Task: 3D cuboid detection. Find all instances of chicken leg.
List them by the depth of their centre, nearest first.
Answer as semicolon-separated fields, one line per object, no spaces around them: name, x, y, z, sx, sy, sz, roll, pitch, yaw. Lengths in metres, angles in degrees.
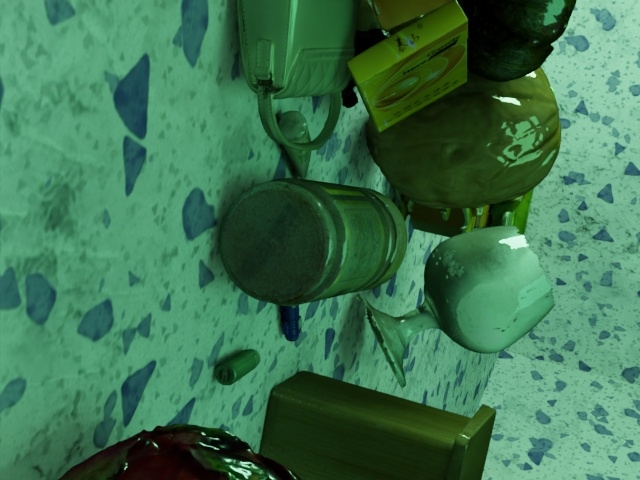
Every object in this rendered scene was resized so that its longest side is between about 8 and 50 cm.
chicken leg;0.047;-0.235;1.259;0.205;0.093;0.053;158;-61;-66

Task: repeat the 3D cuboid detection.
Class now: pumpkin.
pumpkin;0.266;-0.344;1.311;0.238;0.159;0.238;-166;-90;-83

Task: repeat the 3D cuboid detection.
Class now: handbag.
handbag;-0.022;-0.212;1.072;0.256;0.079;0.219;-27;122;-67

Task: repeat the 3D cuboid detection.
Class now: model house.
model house;0.280;-0.174;1.749;0.313;0.243;0.357;-5;109;-67

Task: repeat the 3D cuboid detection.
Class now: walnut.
walnut;0.230;-0.181;1.494;0.252;0.313;0.277;76;10;-60

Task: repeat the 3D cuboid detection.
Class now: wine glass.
wine glass;0.248;0.118;1.673;0.238;0.323;0.238;-25;90;-88

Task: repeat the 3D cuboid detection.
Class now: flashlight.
flashlight;-0.041;0.098;1.311;0.057;0.035;0.121;-59;154;-44

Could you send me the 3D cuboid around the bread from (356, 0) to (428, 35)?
bread;0.120;-0.335;1.348;0.198;0.120;0.236;90;24;-48

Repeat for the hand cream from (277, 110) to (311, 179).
hand cream;-0.029;-0.127;1.208;0.143;0.039;0.061;70;27;-71

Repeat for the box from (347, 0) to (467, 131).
box;0.120;-0.221;1.214;0.152;0.043;0.269;-31;170;4

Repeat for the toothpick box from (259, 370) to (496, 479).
toothpick box;0.079;0.316;1.381;0.190;0.308;0.187;-15;117;-68

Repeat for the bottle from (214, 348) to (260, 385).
bottle;-0.105;0.161;1.182;0.083;0.030;0.030;-23;124;-68

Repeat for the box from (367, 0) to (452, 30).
box;0.130;-0.439;1.137;0.225;0.143;0.341;55;40;-20

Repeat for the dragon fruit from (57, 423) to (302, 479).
dragon fruit;-0.128;0.320;0.817;0.329;0.329;0.329;13;90;-71

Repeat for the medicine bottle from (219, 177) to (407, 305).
medicine bottle;0.000;0.000;1.184;0.322;0.151;0.151;-2;104;-70
